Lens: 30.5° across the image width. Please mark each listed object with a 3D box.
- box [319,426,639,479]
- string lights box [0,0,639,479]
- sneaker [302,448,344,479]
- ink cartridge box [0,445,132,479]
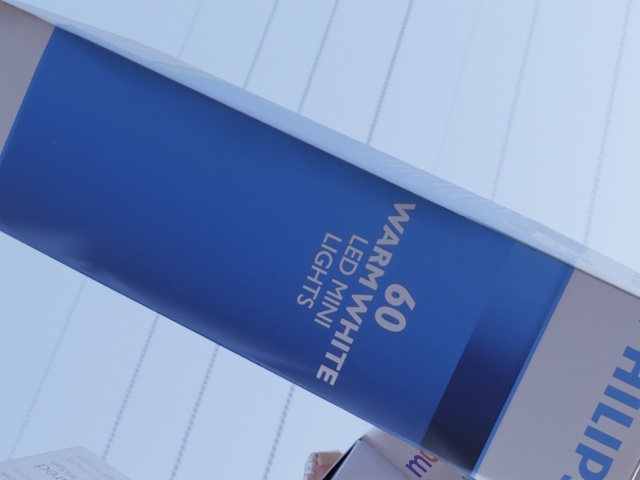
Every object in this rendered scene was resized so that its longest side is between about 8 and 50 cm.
[{"bbox_3d":[0.138,0.188,0.738,0.231,0.127,0.262,41,-149,15],"label":"box"},{"bbox_3d":[0.000,0.000,0.429,0.259,0.133,0.077,26,-83,13],"label":"string lights box"},{"bbox_3d":[-0.013,0.292,1.375,0.134,0.051,0.070,-27,-105,-28],"label":"sneaker"},{"bbox_3d":[-0.151,0.208,0.525,0.283,0.207,0.117,1,-66,-60],"label":"ink cartridge box"}]
